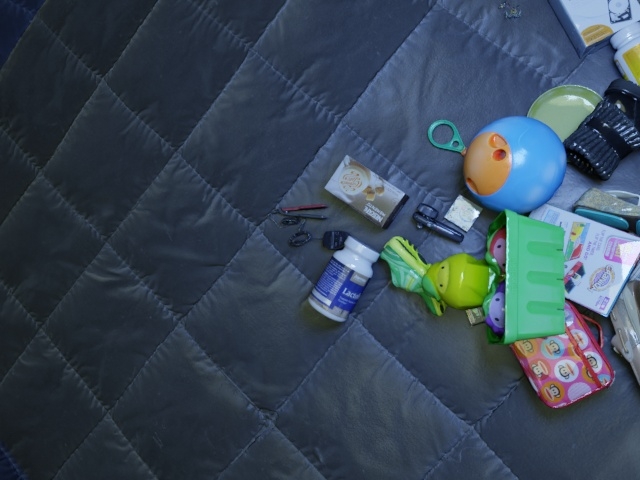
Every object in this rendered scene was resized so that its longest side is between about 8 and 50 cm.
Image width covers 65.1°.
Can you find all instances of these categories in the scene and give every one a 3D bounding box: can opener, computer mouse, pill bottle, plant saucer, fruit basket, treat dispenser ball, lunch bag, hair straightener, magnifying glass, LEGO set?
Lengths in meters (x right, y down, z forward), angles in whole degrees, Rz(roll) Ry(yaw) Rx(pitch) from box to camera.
[{"bbox_3d":[0.388,-0.048,1.651,0.186,0.059,0.073,35,128,13],"label":"can opener"},{"bbox_3d":[0.000,0.000,1.790,0.242,0.041,0.071,1,78,24],"label":"computer mouse"},{"bbox_3d":[0.082,0.127,1.690,0.153,0.153,0.265,31,96,17],"label":"pill bottle"},{"bbox_3d":[0.769,-0.361,1.564,0.240,0.037,0.241,-1,86,17],"label":"plant saucer"},{"bbox_3d":[0.480,0.113,1.440,0.391,0.283,0.392,-1,79,7],"label":"fruit basket"},{"bbox_3d":[0.946,-0.528,1.476,0.117,0.117,0.208,-25,79,15],"label":"pill bottle"},{"bbox_3d":[0.570,-0.221,1.486,0.288,0.288,0.288,-1,86,18],"label":"treat dispenser ball"},{"bbox_3d":[0.719,0.325,1.499,0.258,0.120,0.293,-29,77,9],"label":"lunch bag"},{"bbox_3d":[-0.086,-0.081,1.812,0.230,0.047,0.089,-1,86,18],"label":"hair straightener"},{"bbox_3d":[0.458,-0.314,1.669,0.231,0.026,0.092,43,99,17],"label":"magnifying glass"},{"bbox_3d":[0.626,-0.753,1.646,0.054,0.023,0.083,-26,66,12],"label":"LEGO set"}]

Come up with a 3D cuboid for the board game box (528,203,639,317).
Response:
[{"bbox_3d":[0.744,0.049,1.486,0.316,0.064,0.242,30,96,34],"label":"board game box"}]

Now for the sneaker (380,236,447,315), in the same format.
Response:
[{"bbox_3d":[0.311,0.124,1.658,0.296,0.109,0.123,55,130,9],"label":"sneaker"}]

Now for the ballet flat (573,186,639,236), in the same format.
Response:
[{"bbox_3d":[0.907,-0.069,1.419,0.348,0.123,0.123,29,96,42],"label":"ballet flat"}]

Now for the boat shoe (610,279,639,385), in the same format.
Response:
[{"bbox_3d":[0.911,0.290,1.448,0.110,0.121,0.341,-22,72,54],"label":"boat shoe"}]

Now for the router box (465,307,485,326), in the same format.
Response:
[{"bbox_3d":[0.507,0.205,1.610,0.092,0.038,0.123,-20,80,15],"label":"router box"}]

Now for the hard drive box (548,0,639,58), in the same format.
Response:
[{"bbox_3d":[0.840,-0.715,1.537,0.181,0.089,0.232,-26,79,14],"label":"hard drive box"}]

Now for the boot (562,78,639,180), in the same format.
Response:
[{"bbox_3d":[0.906,-0.271,1.442,0.348,0.131,0.260,35,89,12],"label":"boot"}]

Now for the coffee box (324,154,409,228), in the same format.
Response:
[{"bbox_3d":[0.159,-0.163,1.712,0.246,0.098,0.141,37,98,17],"label":"coffee box"}]

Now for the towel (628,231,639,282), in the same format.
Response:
[{"bbox_3d":[1.052,0.032,1.439,0.312,0.056,0.324,37,97,16],"label":"towel"}]

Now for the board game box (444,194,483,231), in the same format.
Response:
[{"bbox_3d":[0.471,-0.090,1.650,0.090,0.020,0.090,36,98,17],"label":"board game box"}]
